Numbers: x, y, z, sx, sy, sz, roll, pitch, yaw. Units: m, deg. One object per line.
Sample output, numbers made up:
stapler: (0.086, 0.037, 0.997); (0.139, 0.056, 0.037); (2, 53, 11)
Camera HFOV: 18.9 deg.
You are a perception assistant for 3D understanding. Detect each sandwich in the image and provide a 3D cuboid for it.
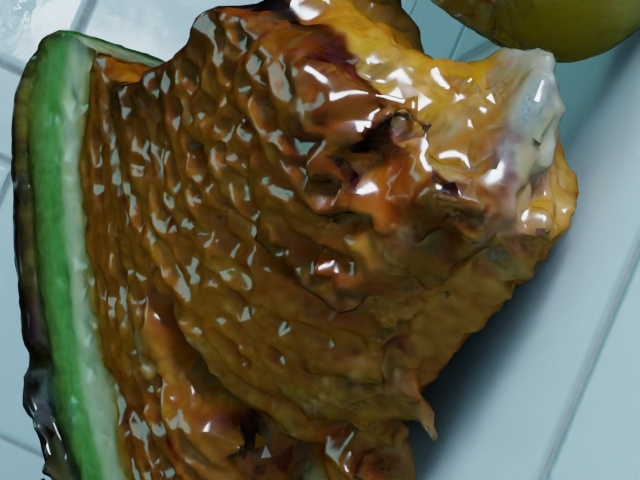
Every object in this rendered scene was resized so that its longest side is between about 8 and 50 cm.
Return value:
sandwich: (0.000, 0.000, 0.778); (0.301, 0.162, 0.250); (-27, 72, 51)

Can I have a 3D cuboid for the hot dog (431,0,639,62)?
hot dog: (0.029, -0.161, 0.703); (0.073, 0.242, 0.084); (-40, 4, -34)
